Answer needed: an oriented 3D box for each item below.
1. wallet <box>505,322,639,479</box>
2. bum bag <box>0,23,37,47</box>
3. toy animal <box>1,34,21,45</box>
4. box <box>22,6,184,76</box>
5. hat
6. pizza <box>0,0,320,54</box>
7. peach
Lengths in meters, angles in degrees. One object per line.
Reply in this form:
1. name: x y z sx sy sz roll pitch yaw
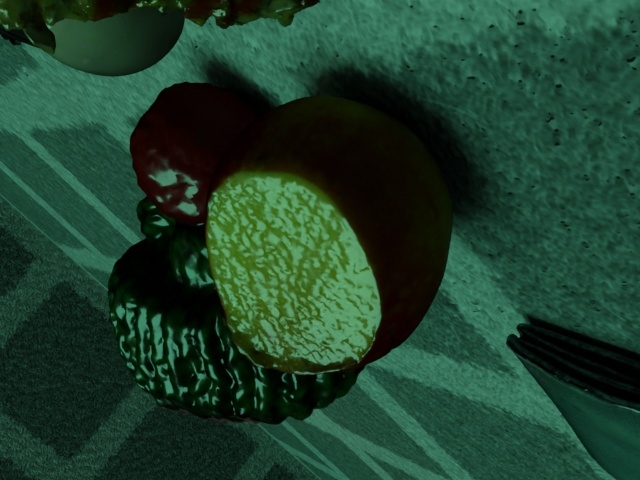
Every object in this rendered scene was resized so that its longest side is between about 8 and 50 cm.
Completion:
1. wallet: 0.308 0.189 0.685 0.290 0.054 0.251 19 153 49
2. bum bag: -0.290 -0.216 0.826 0.159 0.026 0.109 18 174 -30
3. toy animal: -0.477 -0.332 0.852 0.302 0.225 0.284 46 146 16
4. box: -0.156 -0.178 0.552 0.146 0.088 0.200 55 -173 -7
5. hat: -0.089 -0.002 0.808 0.274 0.242 0.332 5 124 23
6. pizza: -0.065 -0.169 0.443 0.199 0.188 0.062 14 -160 -31
7. peach: 0.000 0.000 0.607 0.190 0.192 0.190 24 161 8
